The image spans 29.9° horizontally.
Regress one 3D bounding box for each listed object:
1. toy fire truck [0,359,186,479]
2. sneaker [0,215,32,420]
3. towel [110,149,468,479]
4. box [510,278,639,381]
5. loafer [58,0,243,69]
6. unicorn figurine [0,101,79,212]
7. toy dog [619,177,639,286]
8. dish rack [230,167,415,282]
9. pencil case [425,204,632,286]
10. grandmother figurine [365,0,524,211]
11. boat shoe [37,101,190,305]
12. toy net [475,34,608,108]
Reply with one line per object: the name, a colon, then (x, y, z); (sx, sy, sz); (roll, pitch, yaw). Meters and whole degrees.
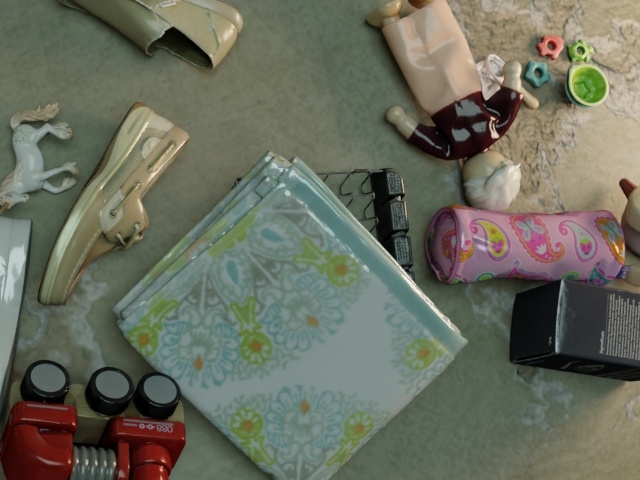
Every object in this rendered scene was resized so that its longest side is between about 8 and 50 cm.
toy fire truck: (-0.277, 0.296, 1.449); (0.217, 0.158, 0.246); (10, 43, -22)
sneaker: (-0.462, 0.105, 1.495); (0.169, 0.108, 0.293); (7, 70, -12)
towel: (-0.039, 0.113, 1.561); (0.320, 0.090, 0.374); (-43, 102, 5)
box: (0.397, 0.132, 1.712); (0.207, 0.153, 0.108); (11, 77, -15)
loafer: (-0.238, -0.307, 1.630); (0.268, 0.102, 0.092); (15, 70, -14)
unicorn figurine: (-0.377, -0.099, 1.580); (0.111, 0.060, 0.162); (-7, 66, -17)
toy dog: (0.578, -0.038, 1.797); (0.333, 0.220, 0.161); (10, 46, -22)
dish rack: (0.000, 0.000, 1.664); (0.271, 0.074, 0.208); (-4, 80, -15)
pencil case: (0.297, 0.012, 1.718); (0.284, 0.124, 0.124); (2, 80, -20)
grandmother figurine: (0.202, -0.201, 1.749); (0.207, 0.104, 0.342); (-23, 90, 9)
boat shoe: (-0.270, -0.037, 1.572); (0.098, 0.109, 0.302); (29, 68, -9)
toy net: (0.321, -0.260, 1.817); (0.232, 0.045, 0.122); (0, 81, -16)
